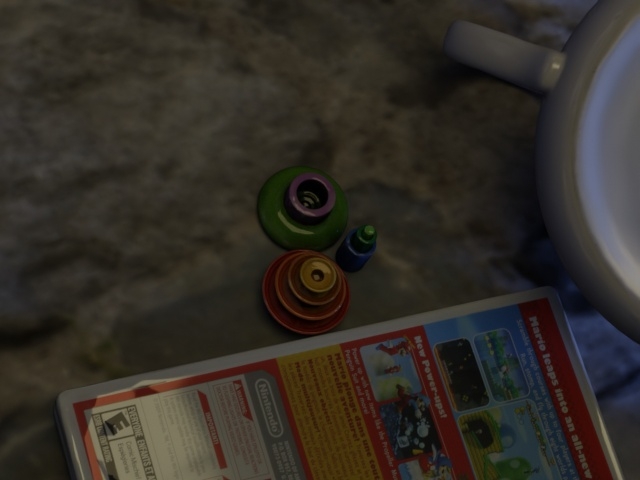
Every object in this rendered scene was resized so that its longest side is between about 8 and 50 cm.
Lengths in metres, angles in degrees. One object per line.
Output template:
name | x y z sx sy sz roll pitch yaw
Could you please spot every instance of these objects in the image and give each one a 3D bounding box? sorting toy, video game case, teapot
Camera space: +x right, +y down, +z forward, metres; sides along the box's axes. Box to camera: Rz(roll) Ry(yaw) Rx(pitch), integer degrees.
sorting toy | 0.000 0.000 1.033 0.061 0.042 0.102 4 67 -14
video game case | 0.025 0.145 0.989 0.285 0.025 0.204 -11 71 -19
teapot | 0.228 -0.048 1.045 0.253 0.187 0.256 -23 92 5

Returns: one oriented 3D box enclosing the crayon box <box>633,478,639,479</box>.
crayon box | 0.236 0.288 0.921 0.313 0.106 0.362 -7 72 -26
